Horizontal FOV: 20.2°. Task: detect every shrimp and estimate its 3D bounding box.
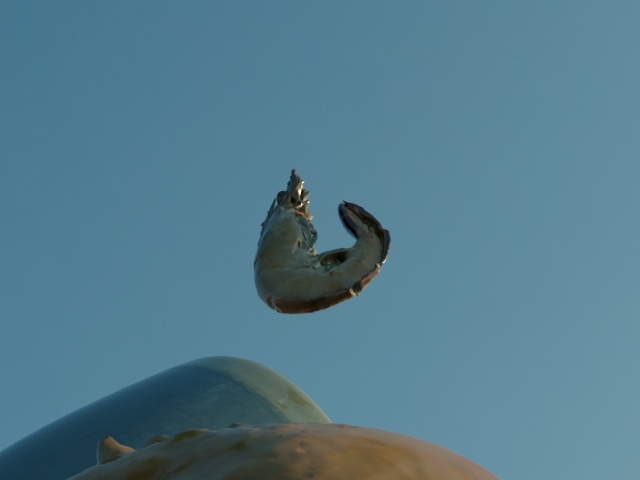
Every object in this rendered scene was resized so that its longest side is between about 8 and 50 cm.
[{"bbox_3d":[-0.002,-0.003,1.709,0.133,0.236,0.053,-23,-62,9],"label":"shrimp"}]

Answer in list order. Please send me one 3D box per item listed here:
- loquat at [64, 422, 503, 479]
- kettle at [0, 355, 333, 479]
[{"bbox_3d":[-0.014,0.231,0.689,0.329,0.328,0.328,-8,-40,-7],"label":"loquat"},{"bbox_3d":[-0.175,0.253,1.152,0.342,0.247,0.319,-20,-15,-41],"label":"kettle"}]
